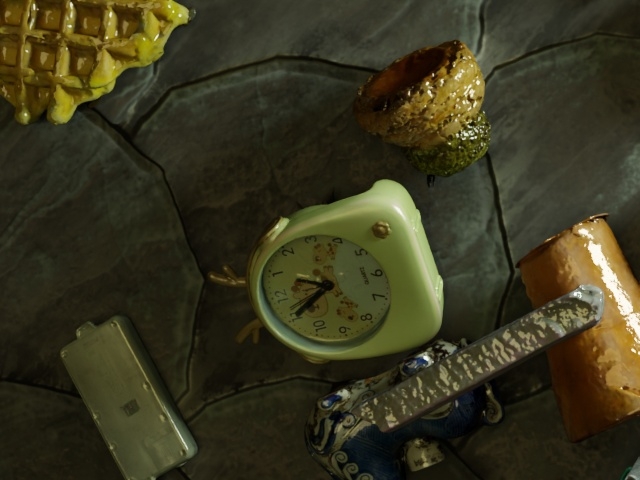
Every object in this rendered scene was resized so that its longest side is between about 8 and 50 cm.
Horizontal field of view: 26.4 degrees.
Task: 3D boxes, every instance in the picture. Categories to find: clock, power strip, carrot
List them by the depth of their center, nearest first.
[{"bbox_3d":[0.357,0.115,1.803,0.196,0.196,0.254,-28,80,14],"label":"carrot"},{"bbox_3d":[0.005,0.056,1.903,0.308,0.096,0.235,-13,115,15],"label":"clock"},{"bbox_3d":[-0.288,0.243,2.046,0.118,0.046,0.270,-31,83,11],"label":"power strip"}]

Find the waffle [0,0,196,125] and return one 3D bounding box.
[{"bbox_3d":[-0.397,-0.385,2.043,0.382,0.095,0.379,-41,79,10],"label":"waffle"}]

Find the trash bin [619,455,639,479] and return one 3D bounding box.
[{"bbox_3d":[0.480,0.492,1.749,0.295,0.259,0.381,19,103,18],"label":"trash bin"}]

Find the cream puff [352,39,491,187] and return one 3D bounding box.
[{"bbox_3d":[0.155,-0.162,1.876,0.183,0.183,0.169,-25,113,14],"label":"cream puff"}]

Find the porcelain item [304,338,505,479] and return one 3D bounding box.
[{"bbox_3d":[0.117,0.257,1.895,0.288,0.138,0.186,-27,87,15],"label":"porcelain item"}]

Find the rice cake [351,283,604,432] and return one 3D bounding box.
[{"bbox_3d":[0.205,0.155,1.746,0.365,0.073,0.056,-31,82,18],"label":"rice cake"}]

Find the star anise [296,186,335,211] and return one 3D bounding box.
[{"bbox_3d":[-0.011,0.001,1.961,0.129,0.056,0.124,-27,85,14],"label":"star anise"}]
